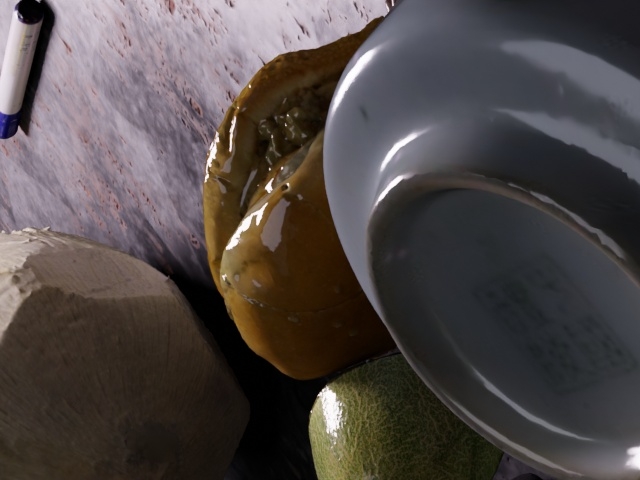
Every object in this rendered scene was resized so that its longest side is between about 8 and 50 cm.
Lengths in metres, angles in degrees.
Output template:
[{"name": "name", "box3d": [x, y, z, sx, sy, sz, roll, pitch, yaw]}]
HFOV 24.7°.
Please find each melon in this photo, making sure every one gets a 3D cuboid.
[{"name": "melon", "box3d": [0.052, 0.142, 0.995, 0.079, 0.160, 0.128, 43, -153, -40]}]

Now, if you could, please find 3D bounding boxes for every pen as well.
[{"name": "pen", "box3d": [-0.322, -0.177, 1.542, 0.033, 0.033, 0.269, 57, 155, 9]}]

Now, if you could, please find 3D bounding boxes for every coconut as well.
[{"name": "coconut", "box3d": [-0.250, 0.164, 1.407, 0.360, 0.346, 0.346, 16, 129, 58]}]

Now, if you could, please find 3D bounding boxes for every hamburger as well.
[{"name": "hamburger", "box3d": [0.000, 0.000, 0.983, 0.144, 0.156, 0.283, 44, 147, 31]}]

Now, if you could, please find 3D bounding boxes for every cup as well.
[{"name": "cup", "box3d": [0.132, -0.007, 0.635, 0.347, 0.163, 0.347, 30, 144, 25]}]

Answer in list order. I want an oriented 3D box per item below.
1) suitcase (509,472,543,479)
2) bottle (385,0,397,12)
[{"name": "suitcase", "box3d": [0.182, 0.369, 1.013, 0.345, 0.188, 0.339, 45, 145, 34]}, {"name": "bottle", "box3d": [0.070, -0.169, 0.767, 0.099, 0.099, 0.152, 34, 152, 44]}]
